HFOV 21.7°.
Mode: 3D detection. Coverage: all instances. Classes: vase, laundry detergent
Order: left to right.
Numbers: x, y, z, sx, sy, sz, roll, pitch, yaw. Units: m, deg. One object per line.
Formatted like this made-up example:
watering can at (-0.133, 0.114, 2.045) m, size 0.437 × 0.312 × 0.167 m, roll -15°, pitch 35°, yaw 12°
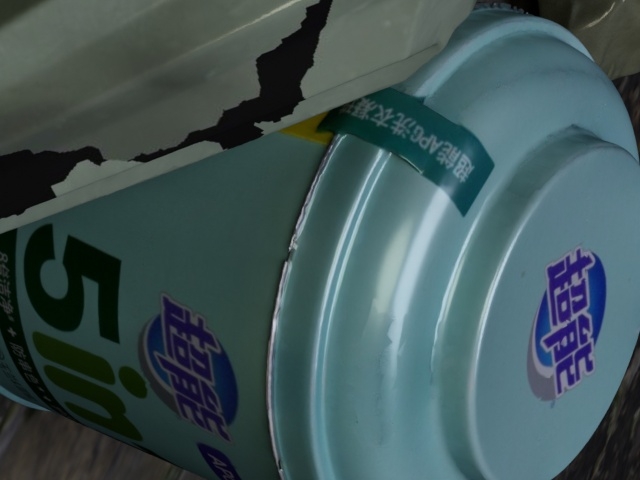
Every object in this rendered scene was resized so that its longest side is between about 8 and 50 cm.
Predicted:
vase at (-0.117, -0.076, 0.692) m, size 0.360 × 0.165 × 0.165 m, roll -28°, pitch 137°, yaw -1°
laundry detergent at (0.000, 0.000, 0.887) m, size 0.287 × 0.305 × 0.287 m, roll -28°, pitch 127°, yaw -46°

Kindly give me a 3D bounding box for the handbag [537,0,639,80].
handbag at (0.257, -0.283, 1.310) m, size 0.253 × 0.109 × 0.315 m, roll -18°, pitch 113°, yaw -55°
